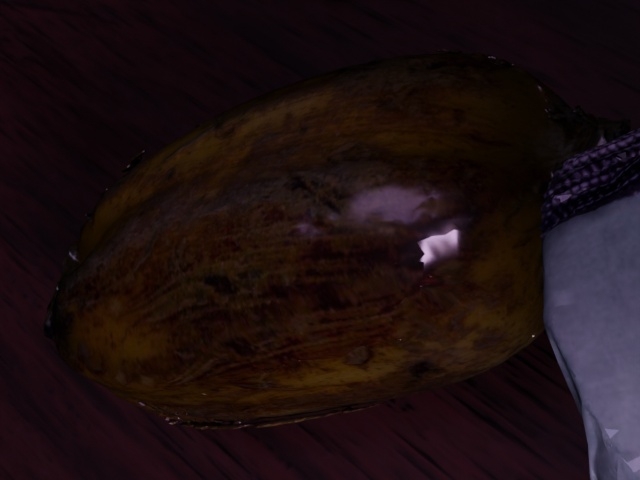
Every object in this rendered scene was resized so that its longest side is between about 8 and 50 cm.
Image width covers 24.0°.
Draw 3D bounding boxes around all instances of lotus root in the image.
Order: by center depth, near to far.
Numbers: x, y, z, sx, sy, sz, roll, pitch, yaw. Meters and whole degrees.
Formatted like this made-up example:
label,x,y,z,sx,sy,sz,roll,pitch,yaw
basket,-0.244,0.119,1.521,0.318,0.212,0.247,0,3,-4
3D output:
label,x,y,z,sx,sy,sz,roll,pitch,yaw
lotus root,0.000,0.000,0.887,0.397,0.179,0.196,-13,62,32

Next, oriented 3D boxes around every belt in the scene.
label,x,y,z,sx,sy,sz,roll,pitch,yaw
belt,0.190,0.095,0.640,0.122,0.260,0.325,-20,57,25
